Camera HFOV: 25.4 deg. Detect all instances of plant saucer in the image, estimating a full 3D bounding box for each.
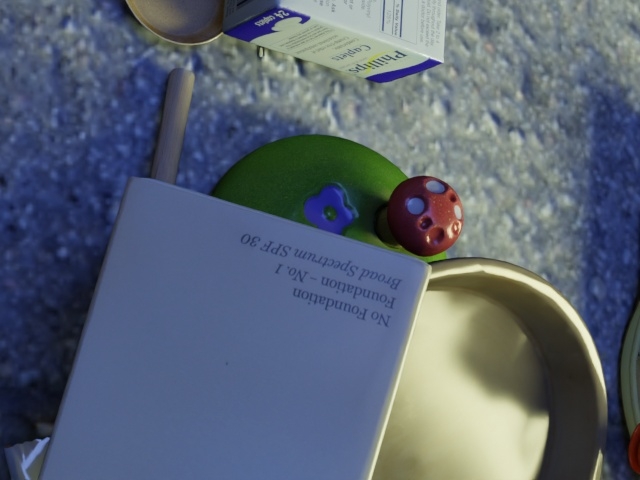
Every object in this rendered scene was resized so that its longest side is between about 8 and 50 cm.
[{"bbox_3d":[0.062,0.141,0.877,0.278,0.041,0.277,-11,110,-31],"label":"plant saucer"},{"bbox_3d":[-0.094,-0.166,0.931,0.083,0.015,0.083,6,76,-27],"label":"plant saucer"}]

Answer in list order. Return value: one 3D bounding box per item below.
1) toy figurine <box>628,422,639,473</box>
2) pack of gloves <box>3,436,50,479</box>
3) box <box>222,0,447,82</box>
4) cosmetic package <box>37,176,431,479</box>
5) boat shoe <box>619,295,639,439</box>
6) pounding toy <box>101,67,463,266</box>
[{"bbox_3d":[0.257,0.241,0.910,0.209,0.148,0.213,-47,119,-13],"label":"toy figurine"},{"bbox_3d":[-0.178,0.233,0.796,0.195,0.046,0.232,-9,83,-14],"label":"pack of gloves"},{"bbox_3d":[0.013,-0.185,0.950,0.137,0.072,0.126,14,73,-32],"label":"box"},{"bbox_3d":[-0.064,0.138,0.724,0.160,0.113,0.309,15,86,-2],"label":"cosmetic package"},{"bbox_3d":[0.287,0.059,1.037,0.105,0.089,0.285,10,75,-26],"label":"boat shoe"},{"bbox_3d":[0.000,0.000,0.890,0.237,0.110,0.183,25,68,-21],"label":"pounding toy"}]
